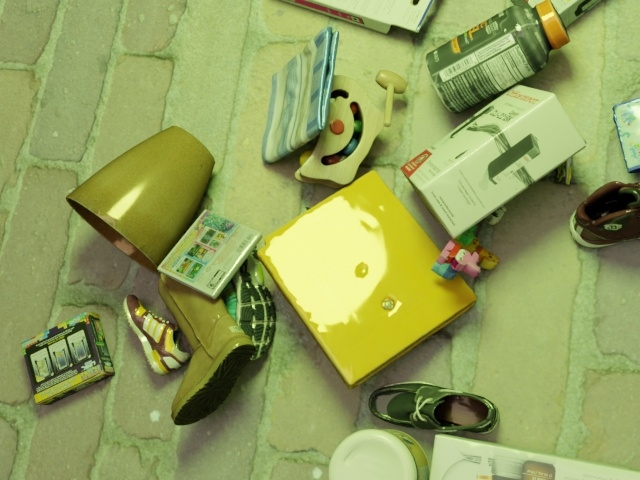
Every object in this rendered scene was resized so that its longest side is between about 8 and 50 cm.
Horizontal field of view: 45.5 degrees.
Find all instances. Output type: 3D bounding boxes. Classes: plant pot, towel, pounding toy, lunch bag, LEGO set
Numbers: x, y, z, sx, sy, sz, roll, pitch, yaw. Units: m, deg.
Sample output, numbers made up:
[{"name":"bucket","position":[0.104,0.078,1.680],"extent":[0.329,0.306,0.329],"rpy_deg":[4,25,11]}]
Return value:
[{"name":"plant pot","position":[-0.339,-0.101,1.551],"extent":[0.237,0.237,0.254],"rpy_deg":[31,72,22]},{"name":"towel","position":[-0.047,-0.273,1.482],"extent":[0.034,0.285,0.209],"rpy_deg":[12,78,-23]},{"name":"pounding toy","position":[0.043,-0.232,1.453],"extent":[0.154,0.155,0.270],"rpy_deg":[31,82,-7]},{"name":"lunch bag","position":[0.595,-0.187,1.324],"extent":[0.151,0.096,0.129],"rpy_deg":[-9,74,5]},{"name":"LEGO set","position":[0.278,0.016,1.364],"extent":[0.093,0.087,0.227],"rpy_deg":[34,45,8]}]

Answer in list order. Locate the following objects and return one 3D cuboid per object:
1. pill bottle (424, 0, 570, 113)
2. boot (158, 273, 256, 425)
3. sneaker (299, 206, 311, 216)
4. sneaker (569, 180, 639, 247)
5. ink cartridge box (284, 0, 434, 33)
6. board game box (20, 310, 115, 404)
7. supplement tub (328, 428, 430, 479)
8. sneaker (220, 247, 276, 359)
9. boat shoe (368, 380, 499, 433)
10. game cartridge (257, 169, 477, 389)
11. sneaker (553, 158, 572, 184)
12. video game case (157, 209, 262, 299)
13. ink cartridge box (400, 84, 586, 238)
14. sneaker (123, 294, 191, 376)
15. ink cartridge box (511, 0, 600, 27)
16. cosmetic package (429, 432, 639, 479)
[{"name":"pill bottle","position":[0.327,-0.344,1.404],"extent":[0.245,0.130,0.130],"rpy_deg":[-26,70,24]},{"name":"boot","position":[-0.247,0.179,1.458],"extent":[0.236,0.089,0.269],"rpy_deg":[-50,51,14]},{"name":"sneaker","position":[0.000,0.000,1.496],"extent":[0.058,0.052,0.135],"rpy_deg":[-46,70,21]},{"name":"sneaker","position":[0.559,-0.058,1.265],"extent":[0.281,0.162,0.106],"rpy_deg":[-16,72,14]},{"name":"ink cartridge box","position":[0.082,-0.549,1.596],"extent":[0.370,0.069,0.176],"rpy_deg":[24,84,24]},{"name":"board game box","position":[-0.530,0.247,1.598],"extent":[0.170,0.048,0.141],"rpy_deg":[-25,72,10]},{"name":"supplement tub","position":[0.105,0.390,1.276],"extent":[0.144,0.199,0.144],"rpy_deg":[-4,75,16]},{"name":"sneaker","position":[-0.164,0.108,1.505],"extent":[0.110,0.107,0.275],"rpy_deg":[-27,64,30]},{"name":"boat shoe","position":[0.193,0.292,1.341],"extent":[0.233,0.079,0.084],"rpy_deg":[4,79,20]},{"name":"game cartridge","position":[0.078,0.064,1.406],"extent":[0.285,0.053,0.324],"rpy_deg":[-32,68,-11]},{"name":"sneaker","position":[0.442,-0.142,1.395],"extent":[0.035,0.031,0.083],"rpy_deg":[-1,76,18]},{"name":"video game case","position":[-0.210,0.023,1.449],"extent":[0.143,0.019,0.157],"rpy_deg":[22,63,28]},{"name":"ink cartridge box","position":[0.296,-0.146,1.343],"extent":[0.272,0.197,0.114],"rpy_deg":[-35,105,6]},{"name":"sneaker","position":[-0.329,0.179,1.547],"extent":[0.084,0.069,0.185],"rpy_deg":[-31,75,-1]},{"name":"ink cartridge box","position":[0.466,-0.493,1.454],"extent":[0.175,0.072,0.127],"rpy_deg":[-37,68,6]},{"name":"cosmetic package","position":[0.355,0.488,1.227],"extent":[0.377,0.097,0.285],"rpy_deg":[6,81,17]}]
